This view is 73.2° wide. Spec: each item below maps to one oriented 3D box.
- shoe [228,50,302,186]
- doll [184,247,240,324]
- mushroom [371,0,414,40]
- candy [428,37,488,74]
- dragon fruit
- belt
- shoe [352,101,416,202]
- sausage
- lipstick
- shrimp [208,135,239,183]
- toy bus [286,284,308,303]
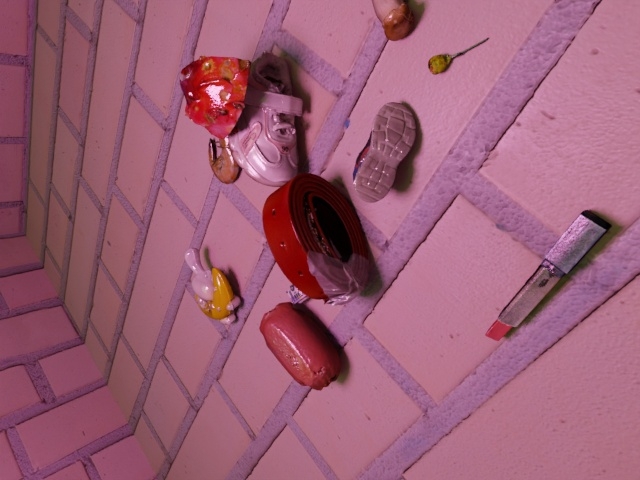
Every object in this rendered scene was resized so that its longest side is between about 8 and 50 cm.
[{"bbox_3d":[-0.140,-0.318,1.131,0.198,0.171,0.351,-33,78,41],"label":"shoe"},{"bbox_3d":[-0.380,0.172,1.514,0.252,0.111,0.237,34,137,30],"label":"doll"},{"bbox_3d":[0.135,-0.527,0.901,0.071,0.084,0.209,-20,84,22],"label":"mushroom"},{"bbox_3d":[0.271,-0.367,0.853,0.122,0.035,0.035,-16,122,34],"label":"candy"},{"bbox_3d":[-0.269,-0.337,1.049,0.274,0.126,0.161,-3,90,57],"label":"dragon fruit"},{"bbox_3d":[0.000,0.000,1.052,0.115,0.227,0.324,-25,96,45],"label":"belt"},{"bbox_3d":[0.139,-0.194,0.982,0.099,0.125,0.228,22,92,-2],"label":"shoe"},{"bbox_3d":[-0.060,0.296,1.227,0.280,0.152,0.152,47,127,22],"label":"sausage"},{"bbox_3d":[0.417,0.083,0.819,0.051,0.051,0.312,42,127,25],"label":"lipstick"},{"bbox_3d":[-0.320,-0.328,1.374,0.169,0.058,0.296,15,113,41],"label":"shrimp"},{"bbox_3d":[-0.047,0.141,1.245,0.102,0.052,0.058,-41,73,38],"label":"toy bus"}]
